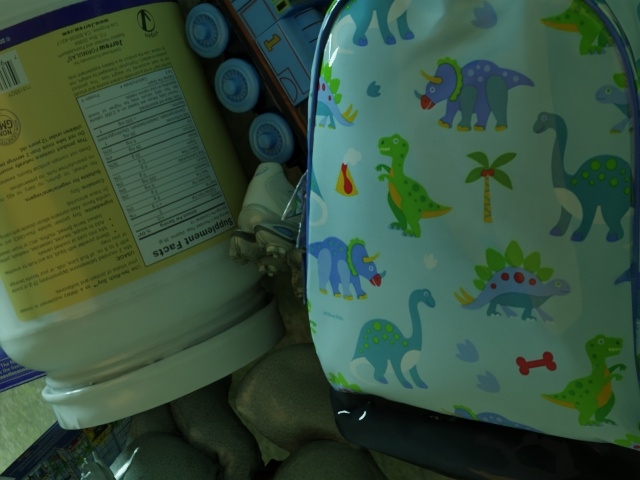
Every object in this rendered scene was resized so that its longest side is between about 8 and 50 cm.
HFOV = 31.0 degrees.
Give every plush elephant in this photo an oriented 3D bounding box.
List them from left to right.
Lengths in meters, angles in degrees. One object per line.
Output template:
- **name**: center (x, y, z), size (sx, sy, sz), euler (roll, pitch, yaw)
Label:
- **plush elephant**: center (-0.043, 0.229, 0.957), size (0.255, 0.330, 0.272), euler (2, 75, 5)

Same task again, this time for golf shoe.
- **golf shoe**: center (0.000, 0.000, 0.899), size (0.069, 0.176, 0.086), euler (-8, 63, 28)

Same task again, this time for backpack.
- **backpack**: center (0.122, -0.026, 0.713), size (0.290, 0.273, 0.356), euler (11, 93, 36)

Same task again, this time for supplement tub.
- **supplement tub**: center (-0.181, -0.040, 0.942), size (0.241, 0.241, 0.331), euler (-15, 99, 42)

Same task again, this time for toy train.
- **toy train**: center (-0.028, -0.139, 0.886), size (0.105, 0.080, 0.184), euler (-32, 87, 37)

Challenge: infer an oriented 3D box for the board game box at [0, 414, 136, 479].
- **board game box**: center (-0.235, 0.286, 1.194), size (0.060, 0.194, 0.194), euler (-5, 120, 41)

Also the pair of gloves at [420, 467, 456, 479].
- **pair of gloves**: center (0.150, 0.145, 0.888), size (0.204, 0.042, 0.240), euler (2, 111, 38)

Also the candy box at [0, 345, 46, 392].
- **candy box**: center (-0.381, -0.003, 1.113), size (0.268, 0.122, 0.317), euler (-19, 99, 2)
